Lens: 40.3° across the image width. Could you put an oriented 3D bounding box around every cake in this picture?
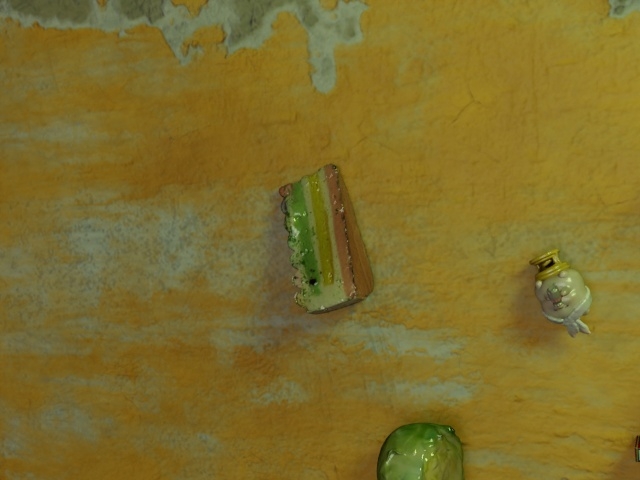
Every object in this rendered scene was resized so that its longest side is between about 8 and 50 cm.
[{"bbox_3d":[0.011,0.004,1.368,0.109,0.090,0.225,-19,71,26],"label":"cake"}]

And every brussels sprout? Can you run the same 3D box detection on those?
[{"bbox_3d":[0.143,0.350,1.309,0.122,0.149,0.151,-8,78,40],"label":"brussels sprout"}]

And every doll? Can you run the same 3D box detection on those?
[{"bbox_3d":[0.337,0.078,1.217,0.073,0.084,0.127,-28,79,24],"label":"doll"}]

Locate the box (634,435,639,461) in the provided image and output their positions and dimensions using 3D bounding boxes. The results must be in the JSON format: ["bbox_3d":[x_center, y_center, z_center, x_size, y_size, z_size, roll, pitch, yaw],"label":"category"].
[{"bbox_3d":[0.479,0.290,1.205,0.082,0.051,0.023,-3,97,23],"label":"box"}]
